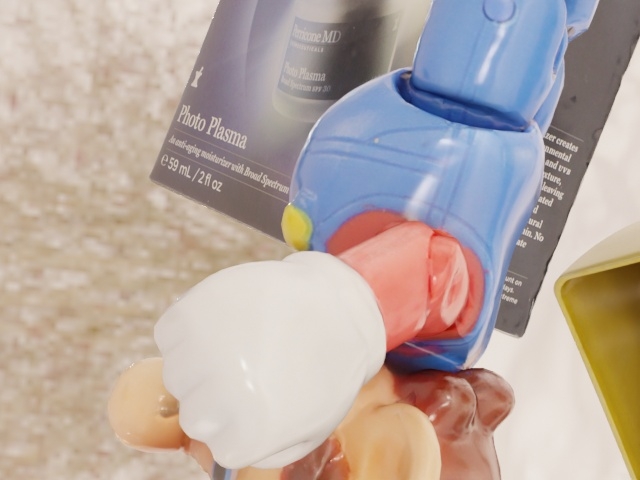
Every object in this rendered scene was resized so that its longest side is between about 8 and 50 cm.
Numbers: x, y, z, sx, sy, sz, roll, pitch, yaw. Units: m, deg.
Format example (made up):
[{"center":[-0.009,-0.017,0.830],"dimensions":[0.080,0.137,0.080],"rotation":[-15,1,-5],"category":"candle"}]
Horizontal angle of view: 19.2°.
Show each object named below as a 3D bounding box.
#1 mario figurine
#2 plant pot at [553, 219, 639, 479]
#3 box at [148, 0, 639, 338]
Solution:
[{"center":[0.000,0.000,0.621],"dimensions":[0.170,0.198,0.320],"rotation":[7,74,41],"category":"mario figurine"},{"center":[0.343,0.061,1.561],"dimensions":[0.212,0.212,0.187],"rotation":[66,-153,-15],"category":"plant pot"},{"center":[0.055,-0.123,1.405],"dimensions":[0.296,0.183,0.294],"rotation":[24,92,53],"category":"box"}]
